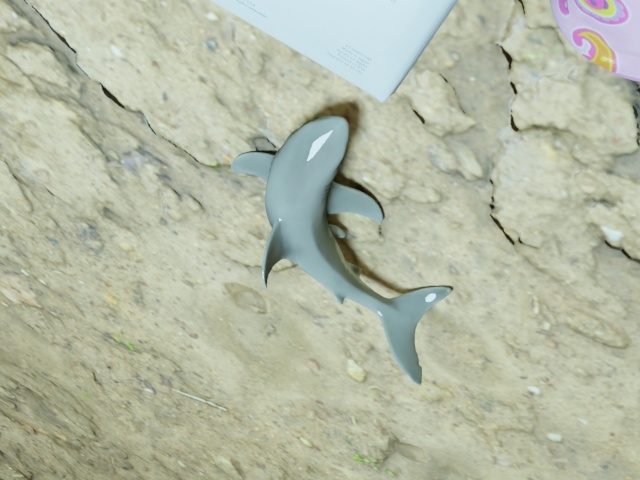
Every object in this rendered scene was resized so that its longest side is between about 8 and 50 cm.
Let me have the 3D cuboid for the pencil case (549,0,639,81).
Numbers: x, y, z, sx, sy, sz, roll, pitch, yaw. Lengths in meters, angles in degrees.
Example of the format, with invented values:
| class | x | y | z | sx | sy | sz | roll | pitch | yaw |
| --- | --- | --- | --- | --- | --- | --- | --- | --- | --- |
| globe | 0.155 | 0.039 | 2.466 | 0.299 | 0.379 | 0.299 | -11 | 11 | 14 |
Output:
| class | x | y | z | sx | sy | sz | roll | pitch | yaw |
| --- | --- | --- | --- | --- | --- | --- | --- | --- | --- |
| pencil case | 0.195 | -0.197 | 0.515 | 0.124 | 0.124 | 0.284 | 20 | 156 | 9 |

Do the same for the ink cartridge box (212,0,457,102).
| class | x | y | z | sx | sy | sz | roll | pitch | yaw |
| --- | --- | --- | --- | --- | --- | --- | --- | --- | --- |
| ink cartridge box | -0.021 | -0.271 | 0.593 | 0.309 | 0.130 | 0.272 | 30 | 142 | -6 |

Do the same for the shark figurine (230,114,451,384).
| class | x | y | z | sx | sy | sz | roll | pitch | yaw |
| --- | --- | --- | --- | --- | --- | --- | --- | --- | --- |
| shark figurine | -0.005 | 0.017 | 0.960 | 0.166 | 0.116 | 0.278 | 0 | 135 | 34 |
